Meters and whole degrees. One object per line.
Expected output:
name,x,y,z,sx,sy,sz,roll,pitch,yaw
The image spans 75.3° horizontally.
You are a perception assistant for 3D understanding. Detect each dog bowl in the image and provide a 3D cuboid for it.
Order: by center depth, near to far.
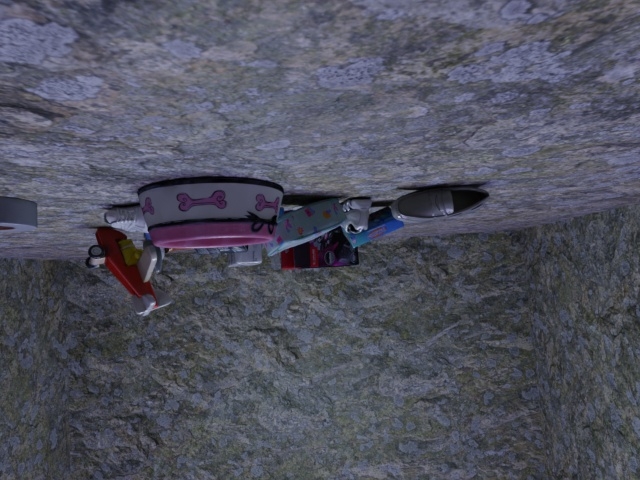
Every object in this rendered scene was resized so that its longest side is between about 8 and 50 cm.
dog bowl,-0.305,-0.064,1.198,0.407,0.151,0.408,-3,175,0

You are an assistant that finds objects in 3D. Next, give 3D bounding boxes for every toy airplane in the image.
toy airplane,-0.773,0.127,1.790,0.385,0.385,0.272,15,-140,29

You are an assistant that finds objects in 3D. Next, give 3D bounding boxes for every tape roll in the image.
tape roll,-0.906,-0.068,1.136,0.218,0.073,0.219,-3,175,0

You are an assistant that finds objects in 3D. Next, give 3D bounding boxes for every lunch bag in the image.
lunch bag,-0.069,-0.046,1.421,0.279,0.108,0.224,-22,178,-29

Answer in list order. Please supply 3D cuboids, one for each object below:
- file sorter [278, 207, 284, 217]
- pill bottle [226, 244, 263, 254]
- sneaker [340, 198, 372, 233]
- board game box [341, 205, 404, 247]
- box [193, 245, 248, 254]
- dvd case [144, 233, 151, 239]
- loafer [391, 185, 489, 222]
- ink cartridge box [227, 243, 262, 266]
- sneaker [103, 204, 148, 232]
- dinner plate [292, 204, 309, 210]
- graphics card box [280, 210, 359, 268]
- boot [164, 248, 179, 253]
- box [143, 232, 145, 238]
file sorter,-0.232,-0.059,1.557,0.170,0.118,0.104,-7,170,39
pill bottle,-0.447,0.016,2.257,0.245,0.131,0.130,0,175,-38
sneaker,0.104,-0.081,1.558,0.109,0.119,0.292,-4,177,-15
board game box,0.198,-0.056,1.611,0.210,0.047,0.160,-22,-159,-1
box,-0.346,-0.035,1.451,0.179,0.148,0.078,-5,154,3
dvd case,-0.533,-0.055,1.559,0.252,0.022,0.180,-2,154,-16
loafer,0.385,-0.124,1.334,0.319,0.112,0.111,-11,172,-12
ink cartridge box,-0.341,0.012,1.833,0.114,0.199,0.273,-1,175,-19
sneaker,-0.604,-0.068,1.304,0.232,0.091,0.115,-8,170,39
dinner plate,-0.038,-0.119,1.592,0.141,0.017,0.141,-3,174,0
graphics card box,0.000,0.000,1.759,0.370,0.233,0.094,1,173,-41
boot,-0.581,0.011,1.759,0.152,0.073,0.197,0,-173,-21
box,-0.584,-0.047,1.808,0.321,0.059,0.232,-6,175,39
